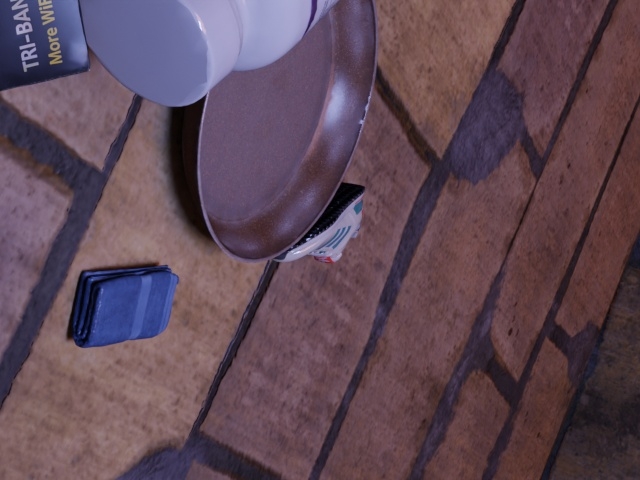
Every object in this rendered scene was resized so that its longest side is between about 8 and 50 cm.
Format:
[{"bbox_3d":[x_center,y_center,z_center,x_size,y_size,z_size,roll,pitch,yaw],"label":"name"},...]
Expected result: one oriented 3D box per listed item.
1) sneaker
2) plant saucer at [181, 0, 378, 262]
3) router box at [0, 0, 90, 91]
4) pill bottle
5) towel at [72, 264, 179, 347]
[{"bbox_3d":[0.000,0.000,1.499,0.161,0.057,0.075,-42,136,-49],"label":"sneaker"},{"bbox_3d":[-0.041,-0.133,1.342,0.310,0.050,0.310,-40,140,-45],"label":"plant saucer"},{"bbox_3d":[-0.258,-0.205,0.680,0.243,0.081,0.309,-16,124,-17],"label":"router box"},{"bbox_3d":[-0.053,-0.239,1.114,0.301,0.169,0.169,-50,147,-37],"label":"pill bottle"},{"bbox_3d":[-0.171,0.057,1.242,0.119,0.029,0.067,-6,112,-62],"label":"towel"}]
